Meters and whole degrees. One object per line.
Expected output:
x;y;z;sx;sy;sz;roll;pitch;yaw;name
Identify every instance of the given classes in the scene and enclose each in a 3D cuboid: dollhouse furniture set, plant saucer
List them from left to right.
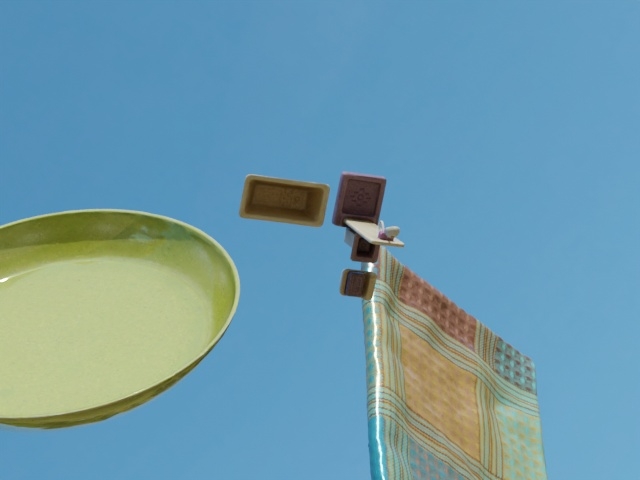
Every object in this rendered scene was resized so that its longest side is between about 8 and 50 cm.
-0.171;0.057;1.245;0.241;0.241;0.037;-26;-53;-29;plant saucer
0.000;0.000;1.332;0.114;0.081;0.091;7;-78;-20;dollhouse furniture set

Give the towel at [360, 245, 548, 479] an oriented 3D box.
0.142;0.197;1.860;0.040;0.370;0.271;-34;-54;28;towel
